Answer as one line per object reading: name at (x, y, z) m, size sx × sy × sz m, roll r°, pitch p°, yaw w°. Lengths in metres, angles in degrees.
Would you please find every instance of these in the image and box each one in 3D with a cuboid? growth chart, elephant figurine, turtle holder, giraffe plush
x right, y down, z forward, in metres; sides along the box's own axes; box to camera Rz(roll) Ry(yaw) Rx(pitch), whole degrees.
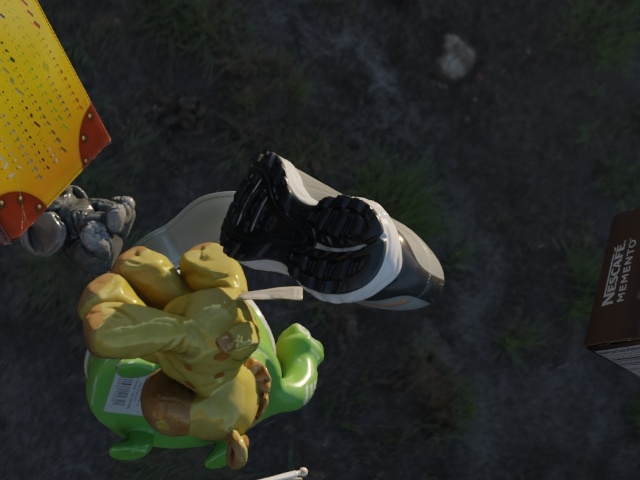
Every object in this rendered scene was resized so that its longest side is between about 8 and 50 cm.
growth chart at (-0.140, 0.461, 1.786) m, size 0.172 × 0.237 × 0.021 m, roll -2°, pitch 63°, yaw -41°
elephant figurine at (-0.460, -0.051, 1.768) m, size 0.239 × 0.169 × 0.186 m, roll 23°, pitch 81°, yaw 0°
turtle holder at (-0.159, 0.148, 1.373) m, size 0.320 × 0.243 × 0.227 m, roll -14°, pitch 40°, yaw -3°
giraffe plush at (-0.116, 0.116, 0.952) m, size 0.210 × 0.171 × 0.181 m, roll 7°, pitch 30°, yaw 16°

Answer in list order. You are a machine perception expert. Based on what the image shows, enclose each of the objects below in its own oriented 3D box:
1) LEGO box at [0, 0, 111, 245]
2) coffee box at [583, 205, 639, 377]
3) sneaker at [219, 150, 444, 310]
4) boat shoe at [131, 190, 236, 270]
LEGO box at (-0.502, -0.247, 1.023) m, size 0.193 × 0.372 × 0.500 m, roll -56°, pitch 138°, yaw -38°
coffee box at (0.445, 0.094, 1.070) m, size 0.297 × 0.119 × 0.168 m, roll 29°, pitch 66°, yaw -18°
sneaker at (0.000, 0.000, 0.864) m, size 0.108 × 0.271 × 0.100 m, roll 25°, pitch 93°, yaw -36°
boat shoe at (-0.209, -0.011, 1.784) m, size 0.091 × 0.302 × 0.114 m, roll -12°, pitch 83°, yaw -61°
